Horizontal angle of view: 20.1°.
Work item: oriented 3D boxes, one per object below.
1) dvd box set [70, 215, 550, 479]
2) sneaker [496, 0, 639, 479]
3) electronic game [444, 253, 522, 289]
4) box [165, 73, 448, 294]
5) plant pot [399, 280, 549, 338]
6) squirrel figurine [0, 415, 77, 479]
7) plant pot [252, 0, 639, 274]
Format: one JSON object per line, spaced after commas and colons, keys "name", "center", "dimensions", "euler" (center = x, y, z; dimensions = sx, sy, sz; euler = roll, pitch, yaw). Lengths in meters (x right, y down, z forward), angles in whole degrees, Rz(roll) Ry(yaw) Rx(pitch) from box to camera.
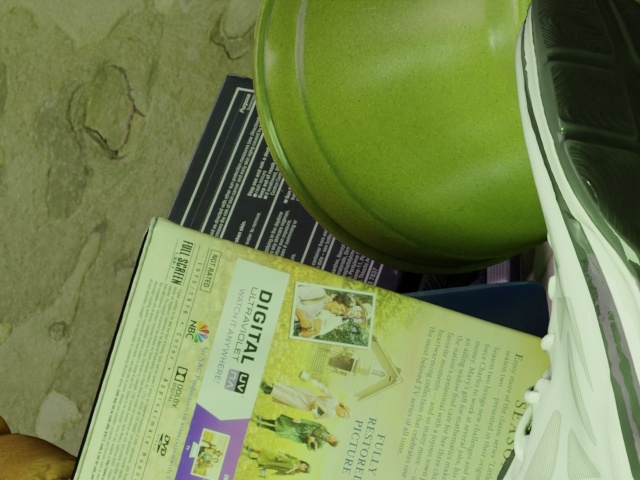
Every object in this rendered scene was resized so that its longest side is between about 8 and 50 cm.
{"name": "dvd box set", "center": [0.025, 0.187, 1.388], "dimensions": [0.062, 0.420, 0.307], "euler": [136, 149, -74]}
{"name": "sneaker", "center": [0.172, 0.054, 1.219], "dimensions": [0.257, 0.169, 0.447], "euler": [-47, 46, 45]}
{"name": "electronic game", "center": [0.163, 0.086, 1.847], "dimensions": [0.229, 0.048, 0.229], "euler": [-170, 90, -81]}
{"name": "box", "center": [0.000, 0.000, 1.983], "dimensions": [0.296, 0.294, 0.183], "euler": [-68, -26, -19]}
{"name": "plant pot", "center": [0.077, 0.171, 1.622], "dimensions": [0.236, 0.236, 0.212], "euler": [136, 127, -66]}
{"name": "squirrel figurine", "center": [-0.182, 0.280, 1.787], "dimensions": [0.397, 0.370, 0.281], "euler": [-47, 37, -11]}
{"name": "plant pot", "center": [0.180, -0.162, 1.512], "dimensions": [0.353, 0.366, 0.366], "euler": [-8, 64, 64]}
